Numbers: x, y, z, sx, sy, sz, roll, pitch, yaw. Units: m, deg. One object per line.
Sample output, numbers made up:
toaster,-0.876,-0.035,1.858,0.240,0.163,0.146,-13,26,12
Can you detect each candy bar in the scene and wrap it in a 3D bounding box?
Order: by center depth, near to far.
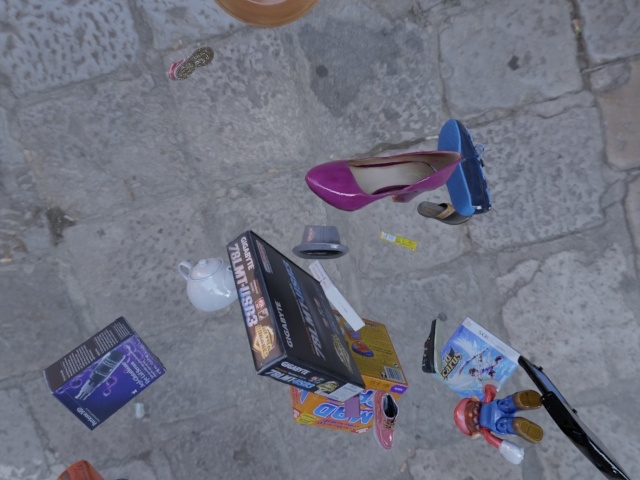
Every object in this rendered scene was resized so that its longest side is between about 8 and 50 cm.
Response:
candy bar,0.297,0.000,1.641,0.162,0.018,0.040,16,91,-14

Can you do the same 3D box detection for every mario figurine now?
mario figurine,0.531,0.513,1.252,0.198,0.320,0.170,-37,81,-25

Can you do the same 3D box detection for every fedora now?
fedora,0.000,0.000,1.833,0.244,0.275,0.124,-1,79,3

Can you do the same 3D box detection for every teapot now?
teapot,-0.454,0.156,1.780,0.256,0.252,0.187,-24,119,-3

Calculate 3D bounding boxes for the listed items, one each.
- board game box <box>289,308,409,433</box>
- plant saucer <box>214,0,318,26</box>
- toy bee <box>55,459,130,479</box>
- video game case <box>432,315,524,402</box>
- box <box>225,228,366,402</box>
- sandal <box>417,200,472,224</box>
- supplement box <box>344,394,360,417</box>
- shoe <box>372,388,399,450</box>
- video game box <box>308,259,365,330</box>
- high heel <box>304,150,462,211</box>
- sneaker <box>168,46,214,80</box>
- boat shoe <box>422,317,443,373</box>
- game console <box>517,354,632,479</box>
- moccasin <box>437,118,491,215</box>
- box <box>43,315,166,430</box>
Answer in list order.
board game box,0.099,0.573,1.904,0.357,0.356,0.356,20,119,-24
plant saucer,-0.075,-0.393,0.579,0.200,0.037,0.199,-5,129,-6
toy bee,-0.351,0.495,0.700,0.162,0.195,0.298,-44,111,-22
video game case,0.589,0.469,1.654,0.244,0.061,0.269,37,99,20
box,-0.049,0.157,0.872,0.073,0.295,0.293,-34,139,11
sandal,0.489,-0.122,1.709,0.219,0.060,0.090,19,67,29
supplement box,0.088,0.452,1.181,0.043,0.083,0.054,-1,75,4
shoe,0.196,0.539,1.285,0.064,0.081,0.177,-3,78,-15
video game box,0.053,0.182,1.442,0.048,0.187,0.205,-38,118,-1
high heel,0.145,-0.160,0.948,0.181,0.377,0.127,-39,68,42
sneaker,-0.312,-0.421,1.027,0.118,0.067,0.042,-47,127,-22
boat shoe,0.254,0.237,0.979,0.042,0.133,0.049,-11,137,34
game console,0.582,0.400,1.048,0.044,0.361,0.213,-42,106,13
moccasin,0.468,-0.233,1.405,0.117,0.138,0.341,3,72,-20
box,-0.508,0.312,1.027,0.207,0.108,0.153,-39,128,-24
